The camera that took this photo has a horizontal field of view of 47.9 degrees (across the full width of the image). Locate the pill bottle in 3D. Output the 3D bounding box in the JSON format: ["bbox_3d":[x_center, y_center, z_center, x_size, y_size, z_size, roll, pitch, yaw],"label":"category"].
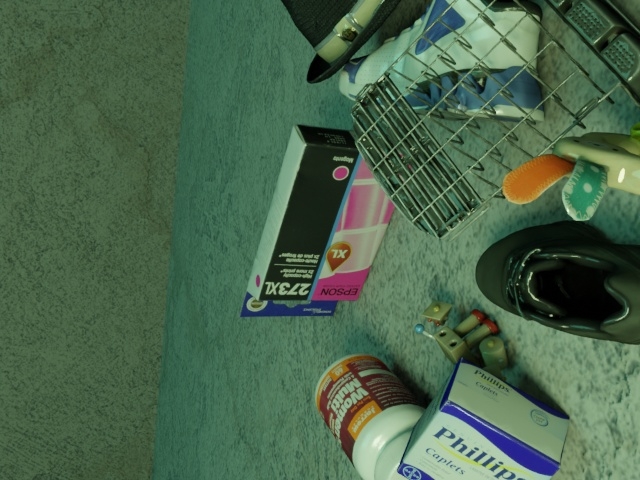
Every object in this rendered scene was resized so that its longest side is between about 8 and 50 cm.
[{"bbox_3d":[0.084,0.252,0.961,0.221,0.121,0.121,-137,53,-61],"label":"pill bottle"}]

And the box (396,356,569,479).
[{"bbox_3d":[0.167,0.215,0.753,0.072,0.126,0.137,-50,-14,-51],"label":"box"}]

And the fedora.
[{"bbox_3d":[0.032,-0.376,0.968,0.334,0.153,0.334,-51,15,19],"label":"fedora"}]

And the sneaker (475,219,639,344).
[{"bbox_3d":[0.219,0.034,0.662,0.286,0.130,0.108,-179,90,-68],"label":"sneaker"}]

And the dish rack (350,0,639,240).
[{"bbox_3d":[0.162,-0.138,0.696,0.271,0.074,0.208,-44,61,25],"label":"dish rack"}]

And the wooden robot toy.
[{"bbox_3d":[0.180,0.138,0.852,0.079,0.076,0.173,64,171,-30],"label":"wooden robot toy"}]

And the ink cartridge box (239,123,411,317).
[{"bbox_3d":[0.000,0.000,1.111,0.069,0.176,0.370,-114,35,-45],"label":"ink cartridge box"}]

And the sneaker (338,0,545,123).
[{"bbox_3d":[0.158,-0.239,0.862,0.316,0.128,0.182,22,104,58],"label":"sneaker"}]

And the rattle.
[{"bbox_3d":[0.240,-0.092,0.535,0.130,0.200,0.142,-114,35,-46],"label":"rattle"}]
